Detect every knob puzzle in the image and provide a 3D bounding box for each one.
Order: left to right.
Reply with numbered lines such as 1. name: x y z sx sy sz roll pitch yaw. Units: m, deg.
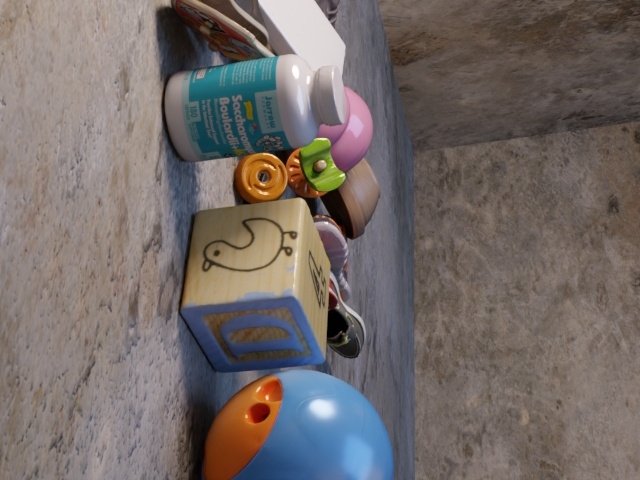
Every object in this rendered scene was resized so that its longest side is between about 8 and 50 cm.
1. knob puzzle: -0.169 -0.329 1.650 0.030 0.213 0.213 -59 161 -5

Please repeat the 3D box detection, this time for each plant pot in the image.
1. plant pot: 0.067 -0.130 2.443 0.237 0.109 0.237 59 -10 17

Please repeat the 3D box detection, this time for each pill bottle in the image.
1. pill bottle: -0.098 -0.208 1.607 0.146 0.264 0.146 -7 90 -77

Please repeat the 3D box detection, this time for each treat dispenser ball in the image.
1. treat dispenser ball: -0.035 0.337 1.544 0.288 0.288 0.288 -7 90 -78

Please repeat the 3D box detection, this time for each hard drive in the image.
1. hard drive: -0.069 -0.444 1.986 0.353 0.047 0.233 50 29 -31

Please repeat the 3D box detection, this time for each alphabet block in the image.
1. alphabet block: -0.096 0.074 1.643 0.193 0.192 0.197 71 16 -50

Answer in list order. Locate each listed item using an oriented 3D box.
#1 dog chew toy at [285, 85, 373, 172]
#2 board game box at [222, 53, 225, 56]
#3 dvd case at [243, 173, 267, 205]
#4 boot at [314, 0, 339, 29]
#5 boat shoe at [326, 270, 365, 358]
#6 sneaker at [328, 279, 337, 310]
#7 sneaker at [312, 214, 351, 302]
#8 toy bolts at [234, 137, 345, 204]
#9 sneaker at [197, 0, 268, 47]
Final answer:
1. dog chew toy: -0.018 -0.267 2.194 0.332 0.206 0.207 38 46 -62
2. board game box: -0.189 -0.495 1.902 0.145 0.027 0.281 51 35 -65
3. dvd case: -0.100 -0.005 2.039 0.179 0.029 0.239 -78 158 -56
4. boot: -0.054 -0.511 2.225 0.338 0.118 0.223 -12 126 -46
5. boat shoe: 0.024 0.184 2.328 0.305 0.109 0.091 62 24 -44
6. sneaker: -0.032 0.045 2.127 0.221 0.087 0.128 72 2 -50
7. sneaker: 0.000 0.000 2.333 0.321 0.124 0.180 84 2 -57
8. toy bolts: -0.092 -0.173 1.982 0.229 0.218 0.158 69 -19 0
9. sneaker: -0.178 -0.418 1.757 0.222 0.083 0.118 40 29 -45
